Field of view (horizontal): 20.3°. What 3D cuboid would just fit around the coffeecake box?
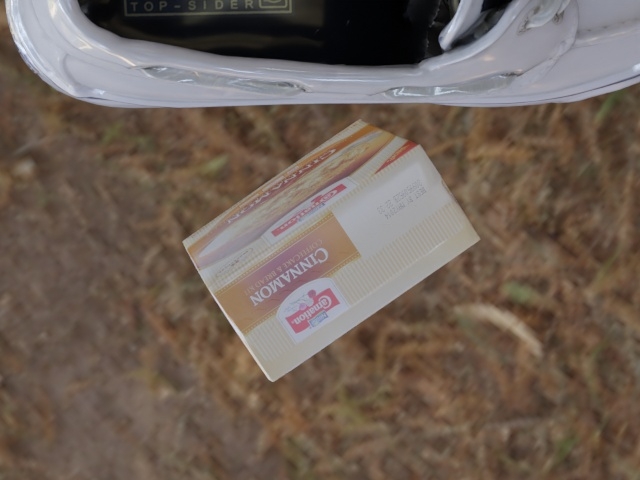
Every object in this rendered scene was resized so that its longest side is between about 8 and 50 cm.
[{"bbox_3d":[0.000,0.000,1.063,0.142,0.185,0.068,-34,102,-3],"label":"coffeecake box"}]

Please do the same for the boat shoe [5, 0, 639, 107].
[{"bbox_3d":[0.039,-0.089,0.558,0.267,0.088,0.096,-3,95,-16],"label":"boat shoe"}]
